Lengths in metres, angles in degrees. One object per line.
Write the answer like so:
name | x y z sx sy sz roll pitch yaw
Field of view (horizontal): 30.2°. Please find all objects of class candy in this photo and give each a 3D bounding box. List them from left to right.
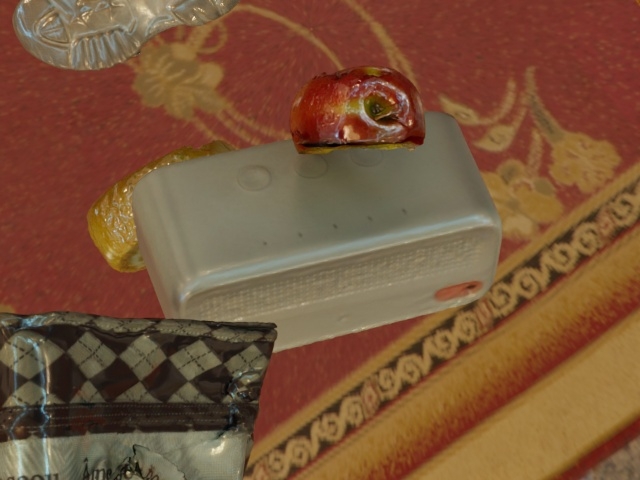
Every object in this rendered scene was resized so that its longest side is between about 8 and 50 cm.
candy | -0.219 -0.051 1.746 0.260 0.260 0.118 -33 78 5

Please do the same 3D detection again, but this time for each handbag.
handbag | -0.162 0.275 1.014 0.180 0.317 0.416 -14 75 41

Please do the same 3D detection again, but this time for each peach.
peach | 0.033 -0.140 1.276 0.127 0.172 0.092 -4 95 -32

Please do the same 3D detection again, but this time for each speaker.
speaker | 0.000 0.000 1.382 0.406 0.184 0.183 -13 138 -11

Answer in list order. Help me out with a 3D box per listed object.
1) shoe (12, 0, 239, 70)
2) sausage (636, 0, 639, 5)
shoe | -0.141 -0.185 0.855 0.169 0.099 0.071 -22 126 -9
sausage | 0.452 -0.286 1.440 0.183 0.054 0.062 9 70 -14
